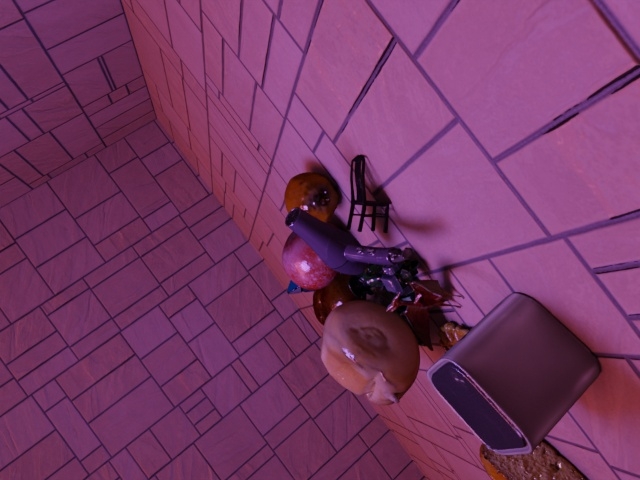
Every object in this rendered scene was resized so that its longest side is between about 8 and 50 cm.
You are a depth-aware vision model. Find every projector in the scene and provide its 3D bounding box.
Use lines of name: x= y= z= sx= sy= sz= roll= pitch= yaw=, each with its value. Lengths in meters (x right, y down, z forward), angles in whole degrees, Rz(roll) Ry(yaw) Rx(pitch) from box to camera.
projector: x=0.432 y=0.307 z=1.041 sx=0.248 sy=0.249 sz=0.249 roll=47 pitch=161 yaw=20

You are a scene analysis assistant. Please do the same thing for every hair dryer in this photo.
hair dryer: x=0.100 y=0.011 z=1.221 sx=0.301 sy=0.121 sz=0.361 roll=36 pitch=160 yaw=-36

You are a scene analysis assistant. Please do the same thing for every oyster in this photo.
oyster: x=0.259 y=0.282 z=1.650 sx=0.268 sy=0.112 sz=0.198 roll=52 pitch=174 yaw=6

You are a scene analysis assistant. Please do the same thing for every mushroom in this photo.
mushroom: x=0.110 y=0.227 z=1.861 sx=0.345 sy=0.259 sz=0.346 roll=174 pitch=90 yaw=-69

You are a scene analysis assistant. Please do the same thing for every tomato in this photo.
tomato: x=-0.025 y=0.044 z=1.702 sx=0.227 sy=0.270 sz=0.270 roll=41 pitch=169 yaw=-23

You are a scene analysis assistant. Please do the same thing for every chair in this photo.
chair: x=0.140 y=-0.131 z=1.281 sx=0.084 sy=0.101 sz=0.213 roll=14 pitch=101 yaw=64

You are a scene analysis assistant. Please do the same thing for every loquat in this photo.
loquat: x=-0.033 y=-0.143 z=1.549 sx=0.187 sy=0.176 sz=0.234 roll=42 pitch=172 yaw=-24

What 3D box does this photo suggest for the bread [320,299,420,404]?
bread: x=0.167 y=0.372 z=1.528 sx=0.347 sy=0.253 sz=0.376 roll=34 pitch=151 yaw=18

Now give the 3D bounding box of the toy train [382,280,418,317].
toy train: x=0.284 y=0.183 z=1.486 sx=0.132 sy=0.083 sz=0.200 roll=55 pitch=163 yaw=5

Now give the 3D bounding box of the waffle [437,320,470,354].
waffle: x=0.480 y=0.377 z=1.385 sx=0.282 sy=0.058 sz=0.300 roll=57 pitch=163 yaw=-12

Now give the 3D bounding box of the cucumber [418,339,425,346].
cucumber: x=0.358 y=0.361 z=1.721 sx=0.168 sy=0.039 sz=0.039 roll=39 pitch=158 yaw=47

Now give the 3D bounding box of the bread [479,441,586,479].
bread: x=0.646 y=0.728 z=1.390 sx=0.340 sy=0.194 sz=0.179 roll=39 pitch=152 yaw=31

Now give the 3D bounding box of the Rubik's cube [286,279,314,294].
Rubik's cube: x=-0.035 y=0.097 z=2.198 sx=0.250 sy=0.284 sz=0.234 roll=-53 pitch=50 yaw=47

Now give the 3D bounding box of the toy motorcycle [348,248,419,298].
toy motorcycle: x=0.190 y=0.109 z=1.407 sx=0.125 sy=0.187 sz=0.274 roll=58 pitch=162 yaw=-13

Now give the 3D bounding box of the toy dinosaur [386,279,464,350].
toy dinosaur: x=0.304 y=0.197 z=1.269 sx=0.327 sy=0.206 sz=0.113 roll=123 pitch=154 yaw=-53
